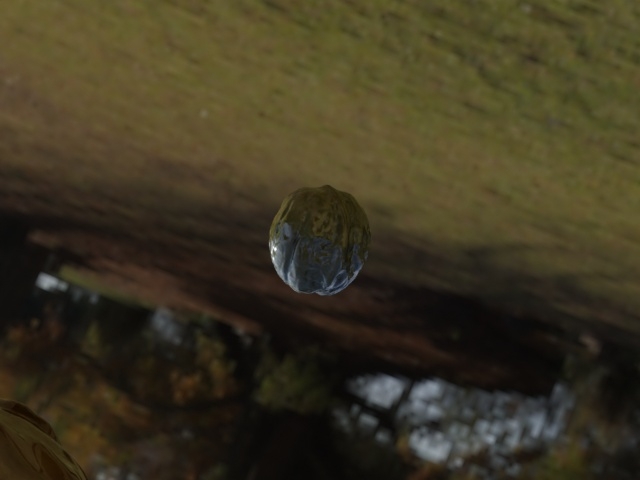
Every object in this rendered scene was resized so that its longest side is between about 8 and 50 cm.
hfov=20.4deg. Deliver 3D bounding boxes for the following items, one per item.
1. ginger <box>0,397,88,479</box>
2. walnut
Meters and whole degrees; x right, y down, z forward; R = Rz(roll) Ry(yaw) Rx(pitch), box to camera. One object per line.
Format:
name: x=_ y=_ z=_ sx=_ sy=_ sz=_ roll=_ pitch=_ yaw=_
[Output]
ginger: x=-0.235 y=0.178 z=0.869 sx=0.269 sy=0.223 sz=0.200 roll=-22 pitch=-177 yaw=-25
walnut: x=0.000 y=0.000 z=1.426 sx=0.092 sy=0.092 sz=0.092 roll=22 pitch=170 yaw=4
